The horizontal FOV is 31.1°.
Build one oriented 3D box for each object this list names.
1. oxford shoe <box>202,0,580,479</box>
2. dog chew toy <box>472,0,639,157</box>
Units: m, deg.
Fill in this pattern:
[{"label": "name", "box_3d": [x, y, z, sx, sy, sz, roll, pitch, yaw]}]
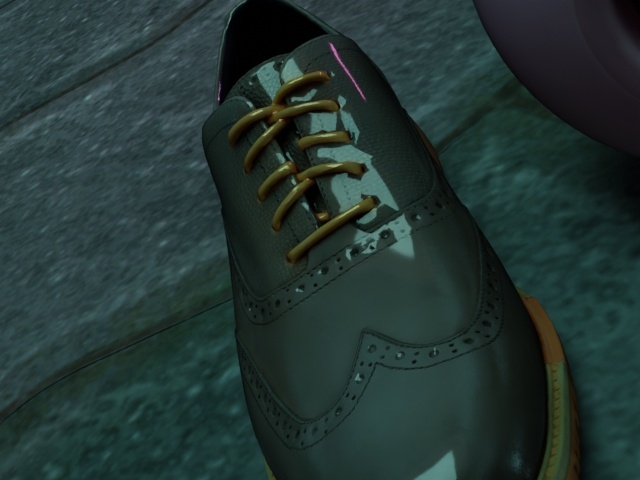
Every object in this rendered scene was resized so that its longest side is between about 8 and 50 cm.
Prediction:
[{"label": "oxford shoe", "box_3d": [0.000, 0.000, 0.482, 0.130, 0.133, 0.364, -31, 29, 6]}, {"label": "dog chew toy", "box_3d": [0.175, -0.171, 0.510, 0.206, 0.206, 0.332, -20, 24, 25]}]
